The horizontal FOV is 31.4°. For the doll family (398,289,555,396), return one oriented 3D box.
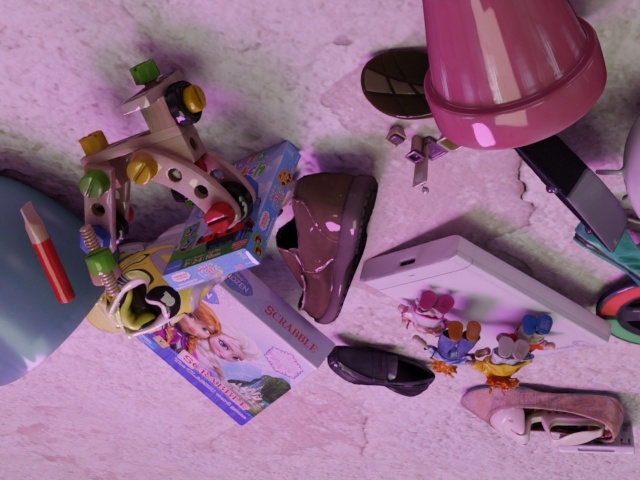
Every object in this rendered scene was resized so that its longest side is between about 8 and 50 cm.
[{"bbox_3d":[0.245,0.179,1.842,0.263,0.118,0.163,14,157,2],"label":"doll family"}]

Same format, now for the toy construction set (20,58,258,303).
[{"bbox_3d":[-0.258,-0.094,1.480,0.257,0.309,0.237,5,123,44],"label":"toy construction set"}]

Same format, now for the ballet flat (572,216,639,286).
[{"bbox_3d":[0.480,0.025,1.689,0.247,0.083,0.087,33,102,-30],"label":"ballet flat"}]

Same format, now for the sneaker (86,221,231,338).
[{"bbox_3d":[-0.296,0.081,1.788,0.145,0.147,0.385,49,143,-10],"label":"sneaker"}]

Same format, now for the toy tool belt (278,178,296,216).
[{"bbox_3d":[-0.069,-0.073,1.695,0.051,0.052,0.083,44,144,9],"label":"toy tool belt"}]

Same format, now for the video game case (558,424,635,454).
[{"bbox_3d":[0.547,0.392,2.255,0.143,0.019,0.157,-1,-173,14],"label":"video game case"}]

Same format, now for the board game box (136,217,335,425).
[{"bbox_3d":[-0.177,0.150,1.937,0.319,0.066,0.318,40,142,-4],"label":"board game box"}]

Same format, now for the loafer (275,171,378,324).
[{"bbox_3d":[0.000,0.000,1.737,0.130,0.133,0.366,19,146,5],"label":"loafer"}]

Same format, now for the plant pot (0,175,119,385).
[{"bbox_3d":[-0.498,0.039,1.754,0.293,0.293,0.235,-24,121,41],"label":"plant pot"}]

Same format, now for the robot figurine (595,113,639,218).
[{"bbox_3d":[0.521,-0.099,1.366,0.354,0.199,0.300,-11,148,28],"label":"robot figurine"}]

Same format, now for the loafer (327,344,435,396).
[{"bbox_3d":[0.115,0.237,2.133,0.223,0.076,0.078,20,142,-28],"label":"loafer"}]

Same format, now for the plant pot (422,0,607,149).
[{"bbox_3d":[0.198,-0.229,1.253,0.201,0.201,0.180,-7,131,23],"label":"plant pot"}]

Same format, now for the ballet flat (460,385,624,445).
[{"bbox_3d":[0.427,0.344,2.203,0.316,0.106,0.107,-1,139,13],"label":"ballet flat"}]

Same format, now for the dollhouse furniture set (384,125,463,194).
[{"bbox_3d":[0.155,-0.119,1.528,0.091,0.081,0.114,29,143,-31],"label":"dollhouse furniture set"}]

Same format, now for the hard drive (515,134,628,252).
[{"bbox_3d":[0.313,-0.081,1.456,0.054,0.172,0.255,-43,151,9],"label":"hard drive"}]

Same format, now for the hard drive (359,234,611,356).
[{"bbox_3d":[0.271,0.103,1.867,0.353,0.047,0.233,28,153,-29],"label":"hard drive"}]

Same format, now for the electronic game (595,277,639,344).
[{"bbox_3d":[0.567,0.117,1.858,0.229,0.048,0.229,6,149,3],"label":"electronic game"}]

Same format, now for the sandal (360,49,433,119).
[{"bbox_3d":[0.161,-0.194,1.426,0.219,0.090,0.060,-5,169,7],"label":"sandal"}]

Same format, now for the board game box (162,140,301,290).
[{"bbox_3d":[-0.123,-0.035,1.600,0.160,0.211,0.039,-19,127,36],"label":"board game box"}]
